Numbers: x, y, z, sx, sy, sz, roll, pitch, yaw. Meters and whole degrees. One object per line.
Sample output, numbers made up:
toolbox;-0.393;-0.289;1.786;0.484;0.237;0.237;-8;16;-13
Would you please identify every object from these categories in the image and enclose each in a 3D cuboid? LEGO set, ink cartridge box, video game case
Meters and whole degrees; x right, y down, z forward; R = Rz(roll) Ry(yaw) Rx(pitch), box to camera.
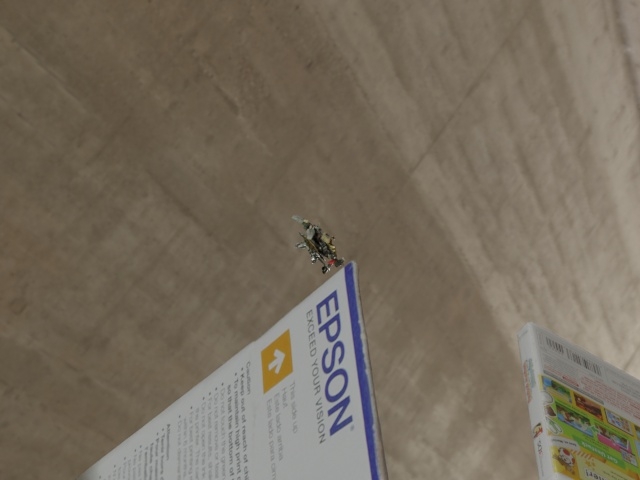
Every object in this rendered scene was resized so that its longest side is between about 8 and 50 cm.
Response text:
LEGO set;0.002;0.002;0.733;0.083;0.023;0.054;30;-28;55
ink cartridge box;-0.051;0.226;0.381;0.071;0.324;0.330;25;-48;-34
video game case;0.290;0.194;0.832;0.227;0.026;0.206;29;32;-13
